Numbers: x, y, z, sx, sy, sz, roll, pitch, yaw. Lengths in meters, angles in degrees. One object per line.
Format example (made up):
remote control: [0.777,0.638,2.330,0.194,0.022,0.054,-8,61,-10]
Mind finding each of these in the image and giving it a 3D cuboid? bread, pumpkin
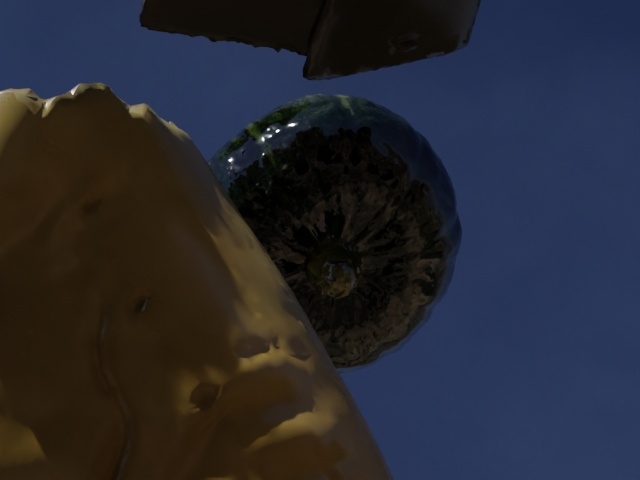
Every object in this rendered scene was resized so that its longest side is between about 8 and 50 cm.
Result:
bread: [-0.123,0.153,0.847,0.250,0.394,0.361,-24,-15,-19]
pumpkin: [0.001,-0.001,1.116,0.211,0.152,0.212,-9,-68,-23]

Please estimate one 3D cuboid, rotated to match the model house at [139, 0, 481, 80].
model house: [0.045,-0.205,0.752,0.243,0.204,0.211,7,-55,-10]
